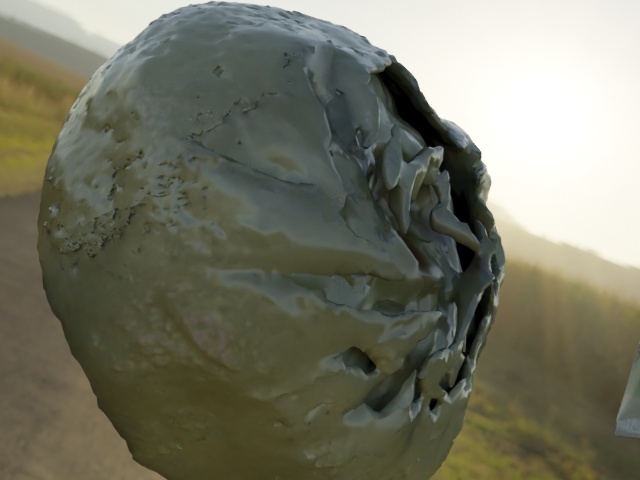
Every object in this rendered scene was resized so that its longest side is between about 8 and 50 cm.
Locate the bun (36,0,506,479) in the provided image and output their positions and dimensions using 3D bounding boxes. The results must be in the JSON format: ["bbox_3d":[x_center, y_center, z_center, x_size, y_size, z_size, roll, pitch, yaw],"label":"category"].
[{"bbox_3d":[0.000,0.000,0.645,0.152,0.259,0.259,-21,-28,35],"label":"bun"}]

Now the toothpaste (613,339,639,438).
[{"bbox_3d":[0.292,0.002,1.061,0.058,0.314,0.056,13,3,22],"label":"toothpaste"}]
